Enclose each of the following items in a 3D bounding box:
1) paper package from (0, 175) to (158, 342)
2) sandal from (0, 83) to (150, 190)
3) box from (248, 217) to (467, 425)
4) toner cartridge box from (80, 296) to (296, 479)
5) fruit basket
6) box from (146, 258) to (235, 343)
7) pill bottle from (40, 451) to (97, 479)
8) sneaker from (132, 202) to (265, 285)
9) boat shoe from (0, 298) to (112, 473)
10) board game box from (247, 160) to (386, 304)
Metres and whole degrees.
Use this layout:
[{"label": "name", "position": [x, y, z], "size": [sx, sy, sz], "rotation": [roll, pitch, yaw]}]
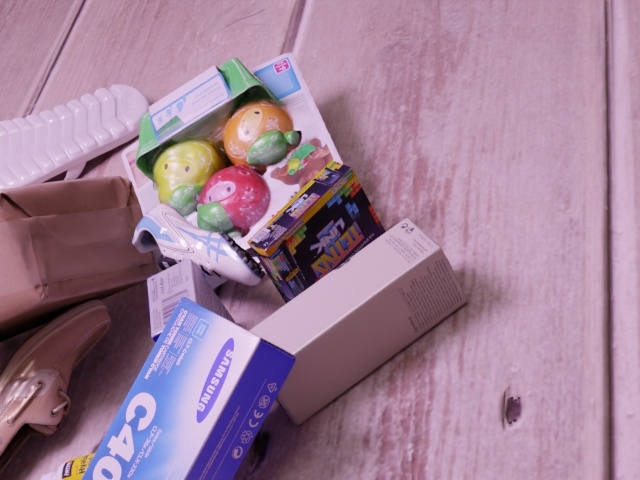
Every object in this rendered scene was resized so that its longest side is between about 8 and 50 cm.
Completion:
[{"label": "paper package", "position": [-0.452, 0.044, 1.809], "size": [0.324, 0.168, 0.309], "rotation": [-22, -3, 24]}, {"label": "sandal", "position": [-0.490, -0.146, 2.262], "size": [0.416, 0.102, 0.169], "rotation": [-20, 52, -8]}, {"label": "box", "position": [0.042, 0.101, 1.618], "size": [0.275, 0.113, 0.094], "rotation": [-34, 38, -7]}, {"label": "toner cartridge box", "position": [-0.181, 0.254, 1.526], "size": [0.165, 0.075, 0.348], "rotation": [22, 82, 45]}, {"label": "fruit basket", "position": [-0.139, -0.103, 1.916], "size": [0.327, 0.165, 0.353], "rotation": [-30, 44, 10]}, {"label": "box", "position": [-0.168, 0.119, 1.711], "size": [0.072, 0.137, 0.126], "rotation": [-25, 38, 9]}, {"label": "pill bottle", "position": [-0.299, 0.310, 1.642], "size": [0.116, 0.065, 0.065], "rotation": [-19, 39, 15]}, {"label": "sneaker", "position": [-0.169, 0.021, 1.773], "size": [0.237, 0.085, 0.086], "rotation": [24, 76, 40]}, {"label": "boat shoe", "position": [-0.402, 0.228, 1.780], "size": [0.110, 0.122, 0.341], "rotation": [40, 75, 11]}, {"label": "board game box", "position": [0.000, 0.000, 1.732], "size": [0.170, 0.141, 0.048], "rotation": [-45, 38, -18]}]
